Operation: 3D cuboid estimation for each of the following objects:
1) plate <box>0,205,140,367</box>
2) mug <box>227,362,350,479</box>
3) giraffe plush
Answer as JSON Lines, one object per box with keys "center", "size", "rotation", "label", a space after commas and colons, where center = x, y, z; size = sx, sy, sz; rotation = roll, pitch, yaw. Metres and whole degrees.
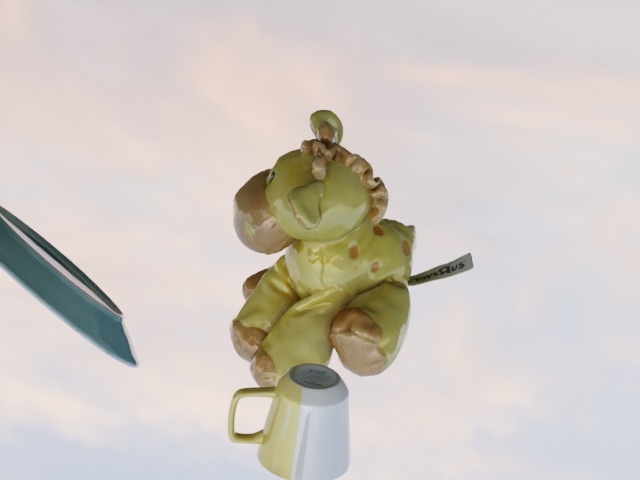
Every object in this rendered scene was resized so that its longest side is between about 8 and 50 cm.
{"center": [-0.194, 0.022, 1.321], "size": [0.188, 0.024, 0.188], "rotation": [42, 180, 0], "label": "plate"}
{"center": [-0.014, 0.118, 1.212], "size": [0.078, 0.064, 0.062], "rotation": [-11, -149, -33], "label": "mug"}
{"center": [0.000, 0.000, 1.501], "size": [0.210, 0.170, 0.181], "rotation": [-30, -146, -3], "label": "giraffe plush"}
